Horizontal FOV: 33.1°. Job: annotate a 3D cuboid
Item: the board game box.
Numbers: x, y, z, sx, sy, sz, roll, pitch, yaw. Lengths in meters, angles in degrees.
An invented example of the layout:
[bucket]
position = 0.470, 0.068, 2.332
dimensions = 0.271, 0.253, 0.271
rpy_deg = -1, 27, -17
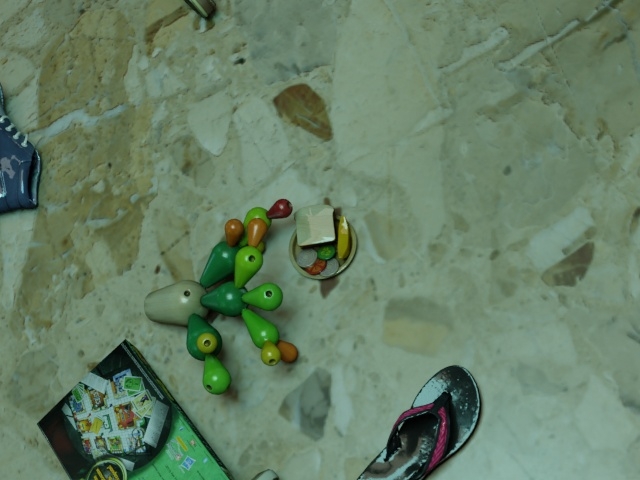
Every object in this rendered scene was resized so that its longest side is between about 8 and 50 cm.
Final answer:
[board game box]
position = -0.186, 0.226, 1.102
dimensions = 0.136, 0.030, 0.259
rpy_deg = -42, 49, -5

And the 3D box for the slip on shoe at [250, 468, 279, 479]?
[slip on shoe]
position = -0.102, 0.270, 1.078
dimensions = 0.135, 0.051, 0.041
rpy_deg = -43, 68, 5

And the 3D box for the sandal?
[sandal]
position = 0.094, 0.199, 1.050
dimensions = 0.067, 0.040, 0.179
rpy_deg = 35, 81, 27

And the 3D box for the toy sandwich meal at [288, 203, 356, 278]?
[toy sandwich meal]
position = 0.000, 0.000, 1.171
dimensions = 0.085, 0.029, 0.086
rpy_deg = -7, 66, 15

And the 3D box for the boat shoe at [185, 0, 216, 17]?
[boat shoe]
position = -0.171, -0.354, 1.357
dimensions = 0.060, 0.064, 0.178
rpy_deg = -33, 60, 4

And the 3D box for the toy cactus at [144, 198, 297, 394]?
[toy cactus]
position = -0.106, 0.063, 1.153
dimensions = 0.180, 0.112, 0.219
rpy_deg = -7, 67, 35

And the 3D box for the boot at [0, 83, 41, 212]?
[boot]
position = -0.387, -0.122, 1.331
dimensions = 0.086, 0.069, 0.190
rpy_deg = -5, 74, 8
